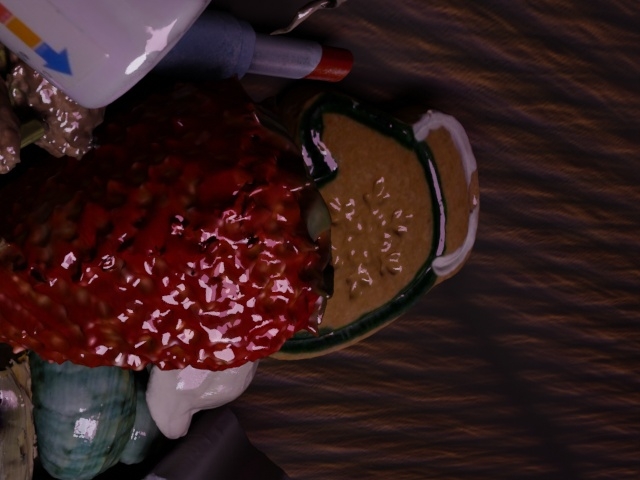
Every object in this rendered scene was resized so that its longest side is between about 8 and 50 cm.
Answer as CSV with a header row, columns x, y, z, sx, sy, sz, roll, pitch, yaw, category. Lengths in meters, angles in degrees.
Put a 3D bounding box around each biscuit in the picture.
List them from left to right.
x,y,z,sx,sy,sz,roll,pitch,yaw,category
0.032,-0.032,1.561,0.344,0.057,0.287,-27,118,-28,biscuit

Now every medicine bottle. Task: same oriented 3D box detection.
x,y,z,sx,sy,sz,roll,pitch,yaw,category
-0.215,-0.240,1.029,0.293,0.170,0.170,40,103,-19,medicine bottle

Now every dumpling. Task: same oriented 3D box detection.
x,y,z,sx,sy,sz,roll,pitch,yaw,category
-0.130,0.110,1.611,0.162,0.132,0.250,-58,167,-50,dumpling

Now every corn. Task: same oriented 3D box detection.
x,y,z,sx,sy,sz,roll,pitch,yaw,category
-0.359,0.211,1.544,0.122,0.123,0.305,-14,138,-26,corn

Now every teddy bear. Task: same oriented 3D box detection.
x,y,z,sx,sy,sz,roll,pitch,yaw,category
-0.278,-0.078,1.217,0.223,0.246,0.296,9,92,-10,teddy bear

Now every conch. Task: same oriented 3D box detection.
x,y,z,sx,sy,sz,roll,pitch,yaw,category
-0.243,0.180,1.611,0.175,0.122,0.188,-64,151,-11,conch

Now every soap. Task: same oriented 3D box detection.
x,y,z,sx,sy,sz,roll,pitch,yaw,category
-0.179,0.344,1.703,0.258,0.159,0.302,-42,179,16,soap

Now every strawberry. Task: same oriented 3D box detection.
x,y,z,sx,sy,sz,roll,pitch,yaw,category
-0.163,0.003,1.330,0.344,0.292,0.292,-16,141,-10,strawberry

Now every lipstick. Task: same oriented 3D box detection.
x,y,z,sx,sy,sz,roll,pitch,yaw,category
-0.080,-0.178,1.393,0.274,0.061,0.068,2,125,-41,lipstick

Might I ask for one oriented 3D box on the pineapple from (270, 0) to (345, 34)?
x,y,z,sx,sy,sz,roll,pitch,yaw,category
-0.036,-0.302,1.111,0.263,0.271,0.262,-23,142,-19,pineapple
